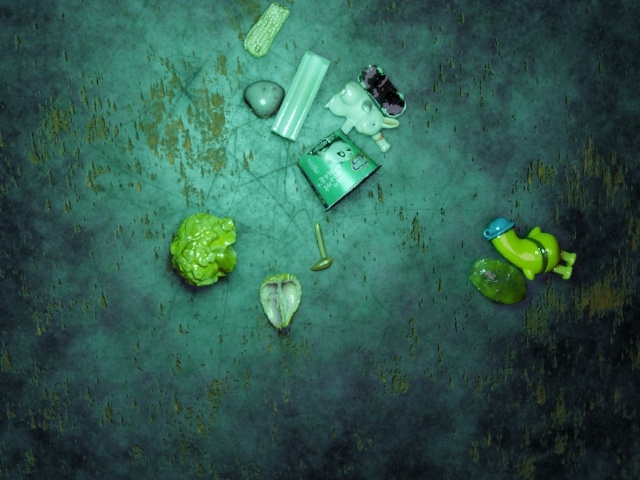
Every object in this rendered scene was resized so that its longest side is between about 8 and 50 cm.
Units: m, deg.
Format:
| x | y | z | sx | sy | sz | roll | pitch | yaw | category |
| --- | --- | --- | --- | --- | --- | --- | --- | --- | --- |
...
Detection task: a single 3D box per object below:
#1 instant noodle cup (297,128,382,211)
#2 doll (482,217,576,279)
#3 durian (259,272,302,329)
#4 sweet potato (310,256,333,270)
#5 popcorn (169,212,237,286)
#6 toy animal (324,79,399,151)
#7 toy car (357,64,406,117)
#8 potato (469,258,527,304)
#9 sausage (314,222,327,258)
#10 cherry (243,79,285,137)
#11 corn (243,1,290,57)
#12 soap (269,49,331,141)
| x | y | z | sx | sy | sz | roll | pitch | yaw | category |
| --- | --- | --- | --- | --- | --- | --- | --- | --- | --- |
| 0.054 | -0.245 | 1.767 | 0.251 | 0.251 | 0.190 | -39 | 90 | -2 | instant noodle cup |
| 0.761 | 0.036 | 1.915 | 0.363 | 0.145 | 0.199 | 21 | 75 | -5 | doll |
| -0.142 | 0.201 | 1.835 | 0.165 | 0.132 | 0.182 | -31 | 109 | 8 | durian |
| 0.007 | 0.088 | 1.889 | 0.095 | 0.034 | 0.034 | -27 | 98 | 7 | sweet potato |
| -0.381 | 0.022 | 1.759 | 0.252 | 0.206 | 0.236 | -30 | 82 | -20 | popcorn |
| 0.150 | -0.421 | 1.800 | 0.282 | 0.140 | 0.138 | 51 | 48 | -4 | toy animal |
| 0.217 | -0.522 | 1.841 | 0.095 | 0.056 | 0.205 | -43 | 102 | -1 | toy car |
| 0.664 | 0.153 | 1.930 | 0.251 | 0.113 | 0.149 | 32 | 93 | -8 | potato |
| 0.000 | 0.000 | 1.884 | 0.024 | 0.024 | 0.132 | -14 | 98 | -5 | sausage |
| -0.172 | -0.457 | 1.761 | 0.148 | 0.115 | 0.188 | -22 | 63 | -35 | cherry |
| -0.179 | -0.717 | 1.763 | 0.087 | 0.087 | 0.210 | 33 | 92 | -9 | corn |
| -0.070 | -0.475 | 1.754 | 0.095 | 0.173 | 0.289 | 24 | 92 | -9 | soap |
